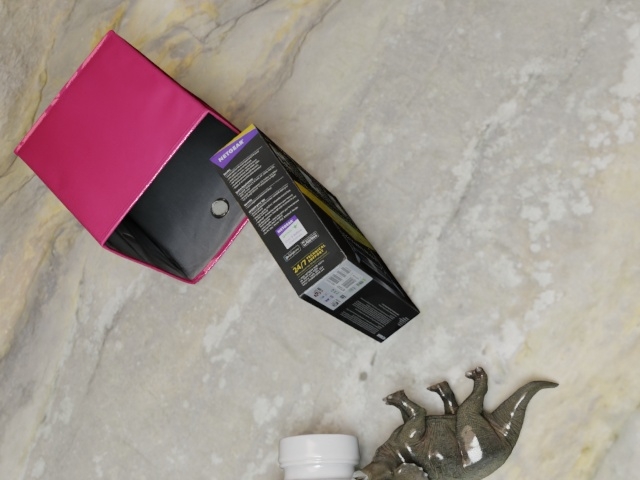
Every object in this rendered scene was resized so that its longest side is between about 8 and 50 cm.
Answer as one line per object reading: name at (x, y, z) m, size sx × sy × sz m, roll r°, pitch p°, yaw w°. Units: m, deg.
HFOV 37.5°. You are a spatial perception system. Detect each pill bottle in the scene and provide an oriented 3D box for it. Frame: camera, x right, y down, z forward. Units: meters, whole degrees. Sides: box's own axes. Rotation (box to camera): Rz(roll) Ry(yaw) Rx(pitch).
pill bottle at (0.002, 0.405, 1.274) m, size 0.152 × 0.152 × 0.271 m, roll -10°, pitch 70°, yaw 21°

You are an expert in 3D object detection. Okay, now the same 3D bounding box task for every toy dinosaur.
toy dinosaur at (0.175, 0.269, 1.273) m, size 0.314 × 0.121 × 0.160 m, roll -14°, pitch 73°, yaw -11°

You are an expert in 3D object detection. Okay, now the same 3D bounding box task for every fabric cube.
fabric cube at (-0.265, -0.124, 1.496) m, size 0.258 × 0.259 × 0.254 m, roll 39°, pitch 93°, yaw 30°

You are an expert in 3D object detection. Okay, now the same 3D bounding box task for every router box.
router box at (0.000, 0.000, 1.308) m, size 0.081 × 0.309 × 0.243 m, roll -39°, pitch 62°, yaw 8°
